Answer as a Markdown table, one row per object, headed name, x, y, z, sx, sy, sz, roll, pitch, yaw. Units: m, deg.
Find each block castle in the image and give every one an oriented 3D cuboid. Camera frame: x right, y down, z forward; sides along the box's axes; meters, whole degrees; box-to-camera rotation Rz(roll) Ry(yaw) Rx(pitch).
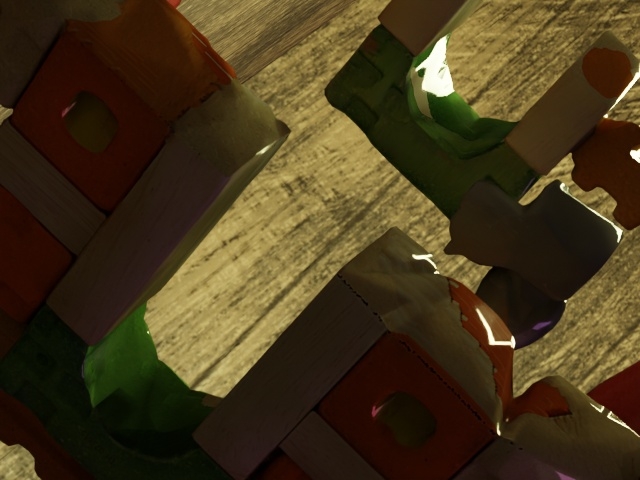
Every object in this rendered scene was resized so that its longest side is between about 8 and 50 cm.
| name | x | y | z | sx | sy | sz | roll | pitch | yaw |
| --- | --- | --- | --- | --- | --- | --- | --- | --- | --- |
| block castle | 0.000 | 0.000 | 0.825 | 0.213 | 0.453 | 0.303 | -49 | 176 | 36 |
